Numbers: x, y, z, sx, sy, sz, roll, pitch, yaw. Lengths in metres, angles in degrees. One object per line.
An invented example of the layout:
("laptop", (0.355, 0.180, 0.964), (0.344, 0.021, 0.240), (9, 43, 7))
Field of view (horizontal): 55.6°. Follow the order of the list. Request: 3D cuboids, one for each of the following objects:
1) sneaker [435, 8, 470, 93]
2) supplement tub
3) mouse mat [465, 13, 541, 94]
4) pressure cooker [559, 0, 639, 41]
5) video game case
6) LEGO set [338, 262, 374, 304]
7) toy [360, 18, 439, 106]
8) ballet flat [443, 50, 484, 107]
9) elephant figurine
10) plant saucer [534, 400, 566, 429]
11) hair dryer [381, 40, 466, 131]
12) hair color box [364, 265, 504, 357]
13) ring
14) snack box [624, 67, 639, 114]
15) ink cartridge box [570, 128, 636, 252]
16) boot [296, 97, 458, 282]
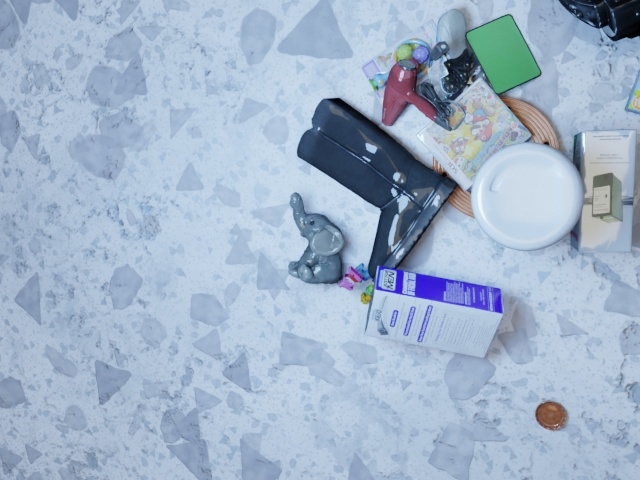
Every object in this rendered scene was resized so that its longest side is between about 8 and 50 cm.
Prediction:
("sneaker", (0.348, -0.496, 1.621), (0.085, 0.086, 0.238), (7, 78, -13))
("supplement tub", (0.493, -0.101, 1.467), (0.240, 0.331, 0.241), (1, 93, 17))
("mouse mat", (0.481, -0.491, 1.599), (0.152, 0.007, 0.190), (-26, 86, -11))
("pressure cooker", (0.729, -0.652, 1.348), (0.420, 0.370, 0.376), (-21, 99, 20))
("video game case", (0.408, -0.282, 1.629), (0.227, 0.026, 0.206), (-42, 91, 18))
("LEGO set", (0.137, 0.155, 1.777), (0.227, 0.087, 0.093), (42, 119, -18))
("toy", (0.238, -0.496, 1.694), (0.237, 0.056, 0.137), (-31, 87, 19))
("ballet flat", (0.397, -0.424, 1.643), (0.074, 0.074, 0.203), (33, 103, 12))
("elephant figurine", (0.000, 0.000, 1.773), (0.169, 0.185, 0.240), (27, 107, 47))
("plant saucer", (0.641, 0.486, 1.691), (0.083, 0.013, 0.084), (2, 98, 19))
("hair dryer", (0.248, -0.376, 1.617), (0.293, 0.080, 0.224), (-14, 87, 60))
("hair color box", (0.301, 0.195, 1.649), (0.338, 0.110, 0.185), (10, 131, 2))
("ring", (0.475, -0.221, 1.659), (0.336, 0.032, 0.337), (2, 98, 19))
("snack box", (0.872, -0.398, 1.484), (0.174, 0.070, 0.207), (20, 101, 15))
("ink cartridge box", (0.693, -0.123, 1.503), (0.121, 0.211, 0.290), (1, 98, 17))
("boot", (0.104, -0.143, 1.731), (0.445, 0.146, 0.367), (37, 104, 10))
